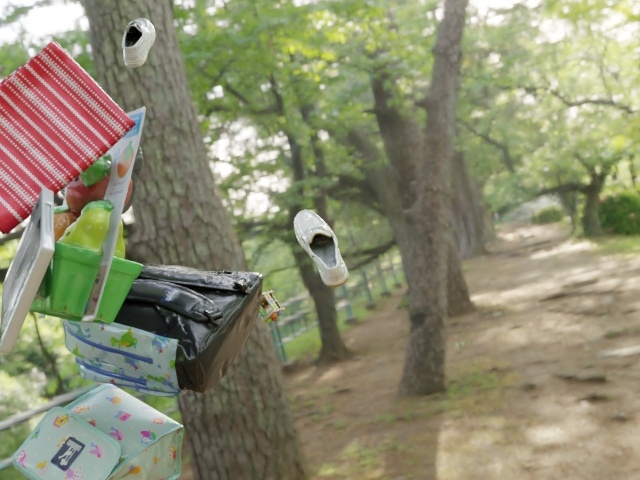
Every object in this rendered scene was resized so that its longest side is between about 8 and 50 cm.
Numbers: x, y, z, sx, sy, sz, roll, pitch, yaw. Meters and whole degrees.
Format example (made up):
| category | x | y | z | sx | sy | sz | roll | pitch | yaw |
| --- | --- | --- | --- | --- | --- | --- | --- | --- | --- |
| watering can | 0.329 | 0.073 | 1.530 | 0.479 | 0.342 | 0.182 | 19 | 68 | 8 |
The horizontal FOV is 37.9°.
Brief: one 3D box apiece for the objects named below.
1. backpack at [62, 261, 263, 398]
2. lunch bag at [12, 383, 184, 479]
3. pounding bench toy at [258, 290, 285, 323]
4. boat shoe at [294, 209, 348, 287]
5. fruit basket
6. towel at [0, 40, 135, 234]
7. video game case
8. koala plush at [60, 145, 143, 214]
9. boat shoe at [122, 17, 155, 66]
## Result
| category | x | y | z | sx | sy | sz | roll | pitch | yaw |
| --- | --- | --- | --- | --- | --- | --- | --- | --- | --- |
| backpack | -0.324 | 0.159 | 1.770 | 0.356 | 0.273 | 0.290 | 18 | 35 | 11 |
| lunch bag | -0.434 | 0.417 | 1.819 | 0.224 | 0.160 | 0.262 | 23 | 28 | 30 |
| pounding bench toy | -0.138 | 0.169 | 2.292 | 0.052 | 0.065 | 0.083 | -43 | -17 | 28 |
| boat shoe | 0.000 | 0.000 | 2.570 | 0.098 | 0.277 | 0.096 | -25 | -38 | -8 |
| fruit basket | -0.406 | -0.038 | 1.577 | 0.166 | 0.352 | 0.327 | 10 | -8 | -32 |
| towel | -0.457 | -0.164 | 1.462 | 0.275 | 0.199 | 0.031 | -43 | -2 | -13 |
| video game case | -0.435 | 0.043 | 1.383 | 0.022 | 0.190 | 0.173 | 18 | 25 | -25 |
| koala plush | -0.548 | -0.192 | 2.178 | 0.221 | 0.203 | 0.196 | 25 | 6 | 25 |
| boat shoe | -0.436 | -0.483 | 2.203 | 0.066 | 0.063 | 0.184 | 1 | 44 | 8 |
